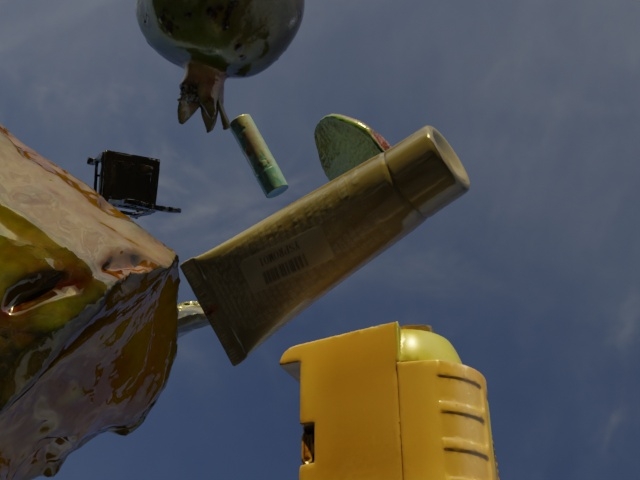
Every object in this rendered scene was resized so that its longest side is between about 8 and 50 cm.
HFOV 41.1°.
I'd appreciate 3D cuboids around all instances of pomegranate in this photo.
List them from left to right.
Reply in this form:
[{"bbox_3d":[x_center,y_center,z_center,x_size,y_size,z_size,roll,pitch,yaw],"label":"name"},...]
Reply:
[{"bbox_3d":[-0.192,-0.369,1.432,0.291,0.291,0.323,32,-96,21],"label":"pomegranate"}]

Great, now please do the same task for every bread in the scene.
[{"bbox_3d":[0.075,-0.118,1.429,0.033,0.228,0.228,-40,-111,-21],"label":"bread"}]

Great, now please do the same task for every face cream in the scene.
[{"bbox_3d":[0.000,0.000,0.937,0.341,0.084,0.137,-33,-100,20],"label":"face cream"}]

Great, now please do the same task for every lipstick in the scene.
[{"bbox_3d":[-0.114,-0.156,1.570,0.048,0.048,0.158,-33,-103,18],"label":"lipstick"}]

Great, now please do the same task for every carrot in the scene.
[{"bbox_3d":[-0.264,0.025,0.542,0.341,0.241,0.241,33,-80,0],"label":"carrot"}]

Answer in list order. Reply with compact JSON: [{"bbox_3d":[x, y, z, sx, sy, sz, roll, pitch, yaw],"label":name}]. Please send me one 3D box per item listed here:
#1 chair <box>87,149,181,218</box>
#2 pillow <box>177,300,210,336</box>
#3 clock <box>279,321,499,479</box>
[{"bbox_3d":[-0.322,-0.097,1.483,0.229,0.106,0.113,-7,-101,55],"label":"chair"},{"bbox_3d":[-0.288,0.163,1.613,0.255,0.169,0.059,-28,-97,62],"label":"pillow"},{"bbox_3d":[0.099,0.245,0.884,0.200,0.317,0.244,-9,-122,19],"label":"clock"}]
